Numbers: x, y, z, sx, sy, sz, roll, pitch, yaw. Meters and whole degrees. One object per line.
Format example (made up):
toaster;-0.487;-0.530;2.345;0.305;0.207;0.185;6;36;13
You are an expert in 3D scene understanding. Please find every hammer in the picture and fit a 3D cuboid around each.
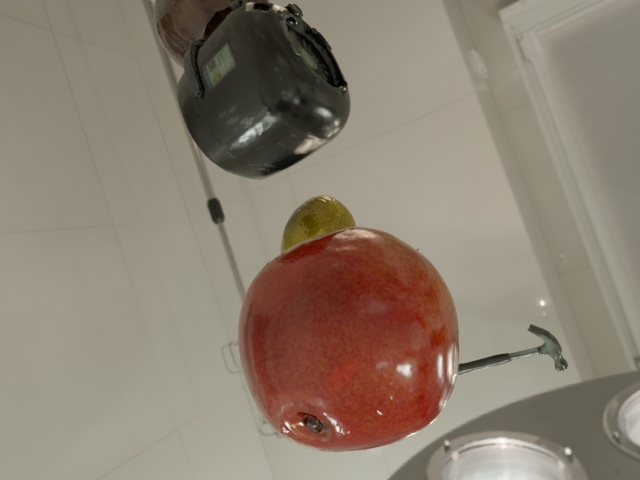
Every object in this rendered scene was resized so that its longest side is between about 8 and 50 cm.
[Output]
hammer;0.393;0.250;1.155;0.246;0.103;0.029;-25;-178;39

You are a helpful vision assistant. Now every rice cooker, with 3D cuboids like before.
rice cooker;-0.089;-0.250;0.889;0.224;0.267;0.267;-34;169;30

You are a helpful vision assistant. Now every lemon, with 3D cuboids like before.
lemon;0.000;0.000;1.166;0.170;0.170;0.207;-22;-148;44

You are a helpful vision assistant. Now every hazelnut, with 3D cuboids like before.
hazelnut;-0.216;-0.439;1.024;0.234;0.218;0.218;-47;171;9

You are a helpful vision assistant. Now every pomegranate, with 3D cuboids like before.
pomegranate;0.033;0.087;0.548;0.220;0.221;0.256;-21;-169;34
